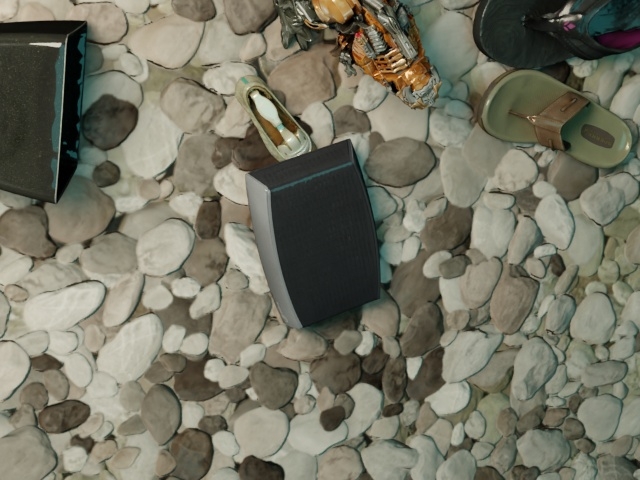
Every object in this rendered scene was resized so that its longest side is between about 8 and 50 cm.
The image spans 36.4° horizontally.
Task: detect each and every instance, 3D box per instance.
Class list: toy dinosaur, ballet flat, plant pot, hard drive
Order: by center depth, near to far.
[{"bbox_3d":[-0.369,-0.163,1.125,0.167,0.188,0.187,7,107,-7],"label":"plant pot"},{"bbox_3d":[0.040,-0.306,1.184,0.164,0.218,0.322,-21,114,-11],"label":"toy dinosaur"},{"bbox_3d":[-0.056,-0.148,1.299,0.057,0.052,0.168,-43,117,-1],"label":"ballet flat"},{"bbox_3d":[0.000,0.000,1.353,0.172,0.054,0.254,-20,123,-12],"label":"hard drive"}]

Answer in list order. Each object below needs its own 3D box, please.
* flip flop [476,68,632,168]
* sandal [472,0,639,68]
[{"bbox_3d":[0.353,-0.169,1.418,0.277,0.080,0.112,19,102,-24],"label":"flip flop"},{"bbox_3d":[0.428,-0.333,1.366,0.446,0.107,0.167,-10,116,-16],"label":"sandal"}]
